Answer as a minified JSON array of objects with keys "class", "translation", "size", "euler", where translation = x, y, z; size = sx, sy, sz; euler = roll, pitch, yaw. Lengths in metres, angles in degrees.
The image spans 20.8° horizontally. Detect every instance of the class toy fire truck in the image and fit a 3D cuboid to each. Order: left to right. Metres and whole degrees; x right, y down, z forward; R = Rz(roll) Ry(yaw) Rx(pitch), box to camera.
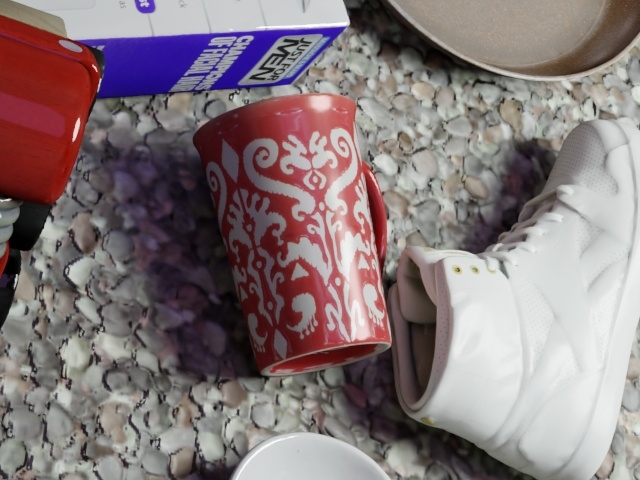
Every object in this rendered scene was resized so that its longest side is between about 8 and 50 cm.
[{"class":"toy fire truck","translation":[-0.215,-0.009,0.948],"size":[0.158,0.217,0.246],"euler":[18,20,-21]}]

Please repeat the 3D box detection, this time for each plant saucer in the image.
[{"class":"plant saucer","translation":[0.133,-0.259,1.392],"size":[0.311,0.050,0.310],"euler":[11,65,-25]}]

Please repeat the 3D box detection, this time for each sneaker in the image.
[{"class":"sneaker","translation":[0.142,0.014,1.245],"size":[0.169,0.108,0.292],"euler":[25,61,-21]}]

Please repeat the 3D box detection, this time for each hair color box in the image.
[{"class":"hair color box","translation":[-0.167,-0.195,1.170],"size":[0.339,0.110,0.185],"euler":[-7,72,-28]}]

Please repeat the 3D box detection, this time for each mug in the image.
[{"class":"mug","translation":[0.002,-0.003,1.178],"size":[0.150,0.113,0.169],"euler":[-5,75,-28]}]

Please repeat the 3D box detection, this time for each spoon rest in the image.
[{"class":"spoon rest","translation":[-0.008,0.250,1.079],"size":[0.137,0.084,0.276],"euler":[17,63,-21]}]
